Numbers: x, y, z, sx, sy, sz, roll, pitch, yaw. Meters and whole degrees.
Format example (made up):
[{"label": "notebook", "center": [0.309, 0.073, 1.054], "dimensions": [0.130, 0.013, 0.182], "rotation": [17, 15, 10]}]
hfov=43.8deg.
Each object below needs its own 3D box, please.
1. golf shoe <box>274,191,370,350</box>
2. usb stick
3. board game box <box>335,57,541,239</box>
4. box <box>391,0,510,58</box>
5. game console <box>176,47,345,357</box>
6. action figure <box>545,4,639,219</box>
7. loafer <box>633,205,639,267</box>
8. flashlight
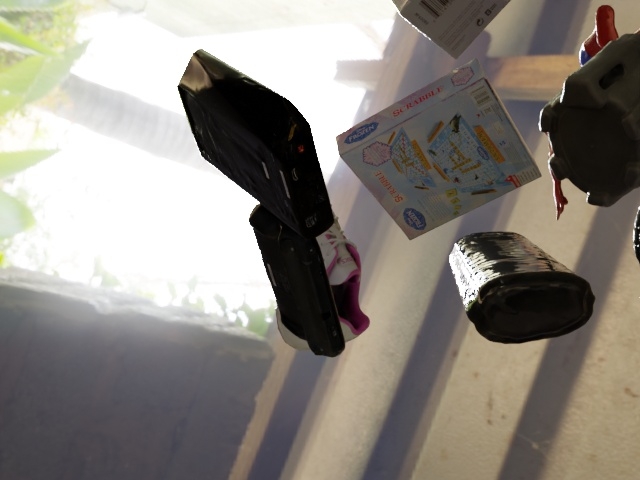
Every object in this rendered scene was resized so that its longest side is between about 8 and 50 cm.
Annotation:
[{"label": "golf shoe", "center": [0.000, 0.000, 1.099], "dimensions": [0.140, 0.115, 0.306], "rotation": [-6, -86, 47]}, {"label": "usb stick", "center": [0.141, 0.026, 0.601], "dimensions": [0.278, 0.077, 0.045], "rotation": [-42, 121, -81]}, {"label": "board game box", "center": [0.245, -0.172, 1.627], "dimensions": [0.318, 0.318, 0.065], "rotation": [-26, -136, 18]}, {"label": "box", "center": [0.152, -0.295, 0.955], "dimensions": [0.101, 0.102, 0.087], "rotation": [-47, -150, 20]}, {"label": "game console", "center": [-0.049, -0.019, 0.852], "dimensions": [0.044, 0.361, 0.213], "rotation": [-31, -137, -20]}, {"label": "action figure", "center": [0.297, -0.117, 0.831], "dimensions": [0.280, 0.092, 0.139], "rotation": [73, 10, -75]}, {"label": "loafer", "center": [0.499, 0.035, 1.133], "dimensions": [0.076, 0.078, 0.223], "rotation": [-160, -119, -72]}, {"label": "flashlight", "center": [0.280, -0.129, 0.595], "dimensions": [0.103, 0.304, 0.103], "rotation": [44, -30, 12]}]
